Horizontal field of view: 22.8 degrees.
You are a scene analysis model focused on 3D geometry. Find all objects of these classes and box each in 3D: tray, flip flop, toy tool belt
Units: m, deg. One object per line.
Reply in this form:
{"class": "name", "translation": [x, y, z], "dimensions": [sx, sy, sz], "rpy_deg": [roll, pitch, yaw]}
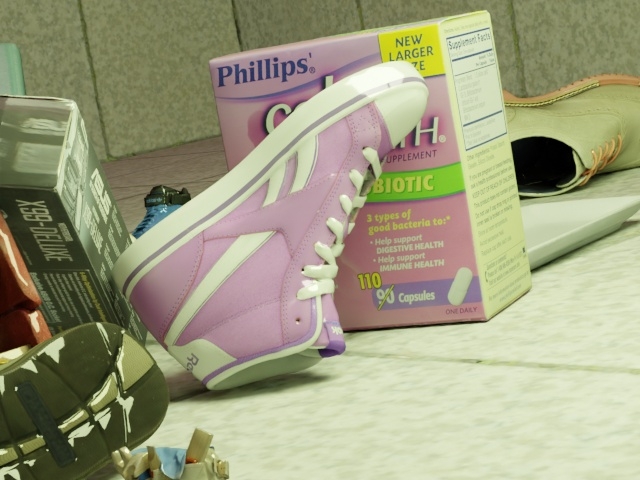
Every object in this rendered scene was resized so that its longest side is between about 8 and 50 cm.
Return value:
{"class": "tray", "translation": [0.201, -0.001, 1.538], "dimensions": [0.145, 0.030, 0.270], "rpy_deg": [-5, 9, 38]}
{"class": "flip flop", "translation": [-0.202, 0.120, 0.951], "dimensions": [0.080, 0.112, 0.277], "rpy_deg": [-32, -5, 35]}
{"class": "toy tool belt", "translation": [-0.090, 0.129, 0.883], "dimensions": [0.083, 0.051, 0.052], "rpy_deg": [-6, 9, 32]}

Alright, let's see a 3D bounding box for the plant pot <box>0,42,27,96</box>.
{"class": "plant pot", "translation": [-0.431, -0.041, 1.808], "dimensions": [0.247, 0.247, 0.252], "rpy_deg": [-12, 41, -13]}

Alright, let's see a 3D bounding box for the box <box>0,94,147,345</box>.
{"class": "box", "translation": [-0.275, -0.002, 1.213], "dimensions": [0.242, 0.077, 0.307], "rpy_deg": [3, -28, 8]}

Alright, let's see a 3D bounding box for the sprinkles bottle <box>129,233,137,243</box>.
{"class": "sprinkles bottle", "translation": [-0.236, 0.029, 1.545], "dimensions": [0.121, 0.121, 0.355], "rpy_deg": [-12, 8, -13]}

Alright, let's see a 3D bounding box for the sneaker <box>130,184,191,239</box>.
{"class": "sneaker", "translation": [-0.220, -0.027, 2.067], "dimensions": [0.058, 0.085, 0.152], "rpy_deg": [-3, 11, 42]}

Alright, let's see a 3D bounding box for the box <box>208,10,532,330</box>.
{"class": "box", "translation": [0.044, -0.054, 1.336], "dimensions": [0.213, 0.243, 0.117], "rpy_deg": [-5, 9, 27]}

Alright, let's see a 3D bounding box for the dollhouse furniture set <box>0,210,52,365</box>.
{"class": "dollhouse furniture set", "translation": [-0.362, 0.119, 1.122], "dimensions": [0.201, 0.152, 0.374], "rpy_deg": [-18, -6, -43]}

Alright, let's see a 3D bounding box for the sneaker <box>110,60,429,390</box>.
{"class": "sneaker", "translation": [0.000, 0.000, 1.193], "dimensions": [0.282, 0.161, 0.102], "rpy_deg": [-40, -20, -2]}

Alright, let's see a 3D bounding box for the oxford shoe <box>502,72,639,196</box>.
{"class": "oxford shoe", "translation": [0.315, -0.110, 1.972], "dimensions": [0.396, 0.141, 0.146], "rpy_deg": [-8, 37, -20]}
